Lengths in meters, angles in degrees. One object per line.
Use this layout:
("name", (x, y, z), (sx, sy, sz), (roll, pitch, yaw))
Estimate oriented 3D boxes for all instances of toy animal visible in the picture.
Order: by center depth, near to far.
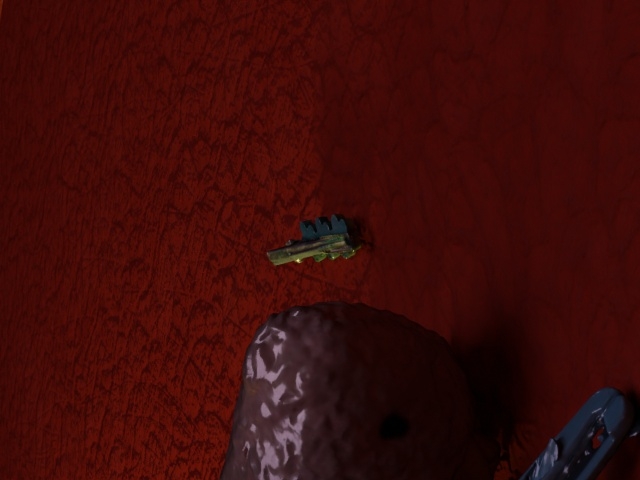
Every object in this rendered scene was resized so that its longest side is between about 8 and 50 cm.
("toy animal", (0.026, 0.204, 1.393), (0.188, 0.226, 0.358), (49, 136, 40))

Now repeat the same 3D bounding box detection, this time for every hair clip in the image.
("hair clip", (0.000, -0.001, 1.694), (0.173, 0.049, 0.049), (-10, 81, 63))

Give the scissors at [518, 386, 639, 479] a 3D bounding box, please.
("scissors", (0.097, 0.264, 1.199), (0.393, 0.032, 0.180), (-53, 34, 5))
